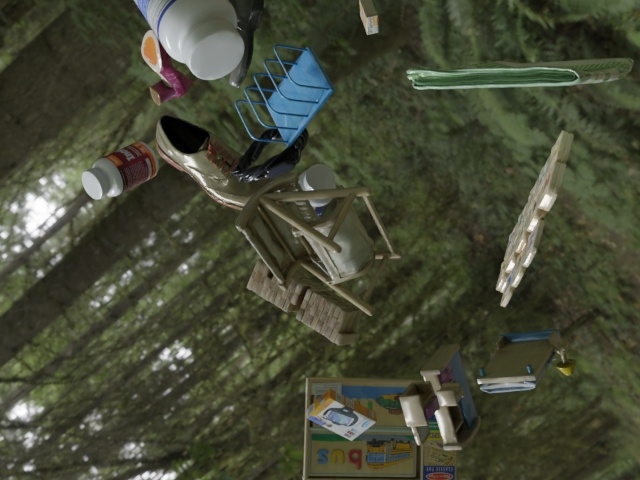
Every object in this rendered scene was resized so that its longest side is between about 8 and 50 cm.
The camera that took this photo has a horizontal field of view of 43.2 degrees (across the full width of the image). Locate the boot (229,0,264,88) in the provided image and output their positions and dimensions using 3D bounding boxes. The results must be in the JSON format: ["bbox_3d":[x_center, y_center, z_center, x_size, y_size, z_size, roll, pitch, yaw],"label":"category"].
[{"bbox_3d":[-0.241,-0.513,2.005,0.161,0.247,0.083,11,-157,-11],"label":"boot"}]

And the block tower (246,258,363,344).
[{"bbox_3d":[-0.038,0.158,2.149,0.335,0.097,0.091,30,-165,31],"label":"block tower"}]

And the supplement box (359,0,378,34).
[{"bbox_3d":[0.141,-0.659,2.366,0.062,0.036,0.099,82,176,-51],"label":"supplement box"}]

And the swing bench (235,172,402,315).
[{"bbox_3d":[0.000,0.000,1.684,0.254,0.165,0.253,14,153,30],"label":"swing bench"}]

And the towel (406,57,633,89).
[{"bbox_3d":[0.304,-0.246,1.185,0.324,0.247,0.038,-18,-70,-54],"label":"towel"}]

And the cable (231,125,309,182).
[{"bbox_3d":[-0.113,-0.189,1.725,0.047,0.184,0.151,49,-152,-39],"label":"cable"}]

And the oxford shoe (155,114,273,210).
[{"bbox_3d":[-0.246,-0.178,1.906,0.348,0.123,0.130,28,164,4],"label":"oxford shoe"}]

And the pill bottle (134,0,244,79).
[{"bbox_3d":[-0.250,-0.432,1.526,0.272,0.152,0.152,56,-171,29],"label":"pill bottle"}]

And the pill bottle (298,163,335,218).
[{"bbox_3d":[-0.017,-0.112,1.890,0.094,0.094,0.169,53,159,10],"label":"pill bottle"}]

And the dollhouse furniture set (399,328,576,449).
[{"bbox_3d":[0.381,0.348,1.731,0.286,0.303,0.198,-35,-71,-55],"label":"dollhouse furniture set"}]

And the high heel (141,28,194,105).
[{"bbox_3d":[-0.365,-0.440,1.979,0.082,0.117,0.244,40,152,25],"label":"high heel"}]

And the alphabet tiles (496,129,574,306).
[{"bbox_3d":[0.344,-0.039,1.316,0.021,0.278,0.284,20,144,8],"label":"alphabet tiles"}]

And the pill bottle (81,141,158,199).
[{"bbox_3d":[-0.426,-0.146,1.717,0.086,0.086,0.152,52,-132,3],"label":"pill bottle"}]

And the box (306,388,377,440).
[{"bbox_3d":[0.048,0.356,1.631,0.136,0.081,0.028,32,-147,-20],"label":"box"}]

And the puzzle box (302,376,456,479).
[{"bbox_3d":[0.158,0.502,2.136,0.052,0.408,0.272,144,127,-84],"label":"puzzle box"}]

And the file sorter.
[{"bbox_3d":[-0.076,-0.289,1.606,0.104,0.170,0.118,-2,-124,-43],"label":"file sorter"}]
